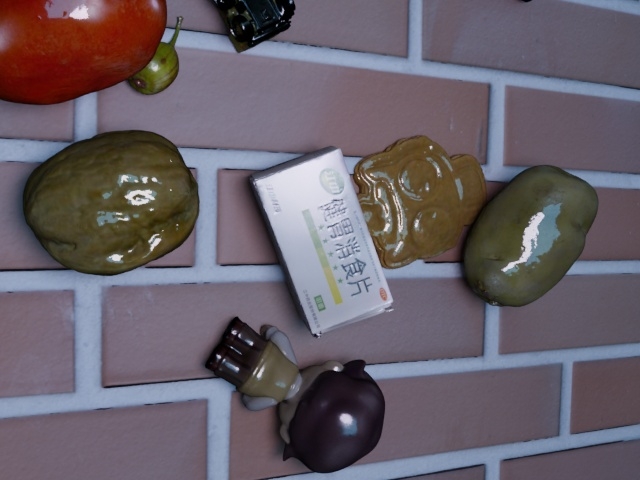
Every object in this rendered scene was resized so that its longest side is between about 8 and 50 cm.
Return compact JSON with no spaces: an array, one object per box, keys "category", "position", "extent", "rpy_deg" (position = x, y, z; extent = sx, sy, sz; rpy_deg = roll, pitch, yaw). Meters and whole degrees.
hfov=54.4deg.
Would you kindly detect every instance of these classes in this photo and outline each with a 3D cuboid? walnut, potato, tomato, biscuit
[{"category":"walnut","position":[-0.338,-0.058,1.027],"extent":[0.283,0.283,0.227],"rpy_deg":[-26,143,-19]},{"category":"potato","position":[0.444,-0.006,1.346],"extent":[0.221,0.243,0.326],"rpy_deg":[32,97,11]},{"category":"tomato","position":[-0.401,-0.358,0.939],"extent":[0.325,0.290,0.292],"rpy_deg":[-11,87,5]},{"category":"biscuit","position":[0.203,-0.087,1.345],"extent":[0.376,0.051,0.269],"rpy_deg":[-17,98,-20]}]

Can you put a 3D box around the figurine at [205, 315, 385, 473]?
[{"category":"figurine","position":[-0.048,0.305,1.220],"extent":[0.365,0.206,0.218],"rpy_deg":[29,57,3]}]

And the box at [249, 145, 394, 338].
[{"category":"box","position":[0.000,0.002,1.198],"extent":[0.173,0.145,0.332],"rpy_deg":[-21,100,-6]}]

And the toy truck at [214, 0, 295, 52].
[{"category":"toy truck","position":[-0.164,-0.479,1.132],"extent":[0.127,0.127,0.257],"rpy_deg":[-35,105,-24]}]

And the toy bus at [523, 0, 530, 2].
[{"category":"toy bus","position":[0.349,-0.687,1.263],"extent":[0.440,0.249,0.209],"rpy_deg":[18,86,-22]}]

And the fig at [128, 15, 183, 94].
[{"category":"fig","position":[-0.274,-0.333,1.115],"extent":[0.093,0.093,0.166],"rpy_deg":[48,71,-18]}]
